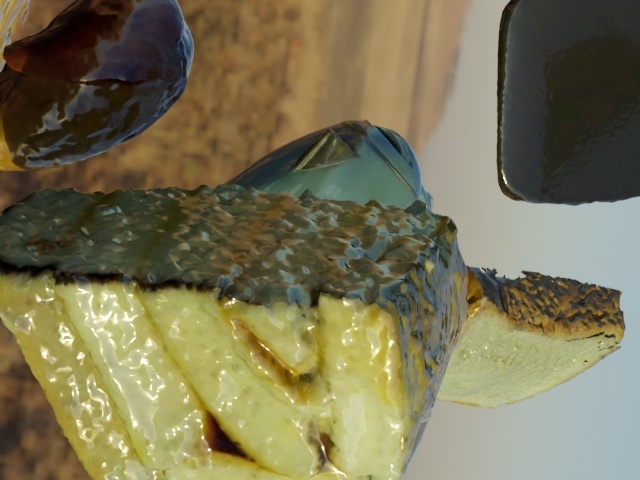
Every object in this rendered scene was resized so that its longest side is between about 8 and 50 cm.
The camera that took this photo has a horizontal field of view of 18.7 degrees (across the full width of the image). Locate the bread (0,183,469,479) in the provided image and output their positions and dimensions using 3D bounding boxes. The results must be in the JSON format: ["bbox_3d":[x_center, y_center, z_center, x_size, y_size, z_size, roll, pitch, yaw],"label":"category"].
[{"bbox_3d":[-0.085,0.105,1.632,0.239,0.395,0.264,-61,151,-62],"label":"bread"}]

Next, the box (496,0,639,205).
[{"bbox_3d":[0.238,-0.131,1.730,0.042,0.212,0.201,21,-66,53],"label":"box"}]

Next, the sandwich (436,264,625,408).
[{"bbox_3d":[0.174,0.109,2.086,0.226,0.251,0.087,-29,-120,40],"label":"sandwich"}]

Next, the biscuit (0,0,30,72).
[{"bbox_3d":[-0.395,-0.215,2.058,0.296,0.102,0.296,-64,177,-6],"label":"biscuit"}]

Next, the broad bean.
[{"bbox_3d":[-0.219,-0.148,1.755,0.156,0.228,0.122,49,-18,39],"label":"broad bean"}]

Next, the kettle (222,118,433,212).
[{"bbox_3d":[0.000,0.000,2.576,0.342,0.247,0.319,-42,144,1],"label":"kettle"}]
